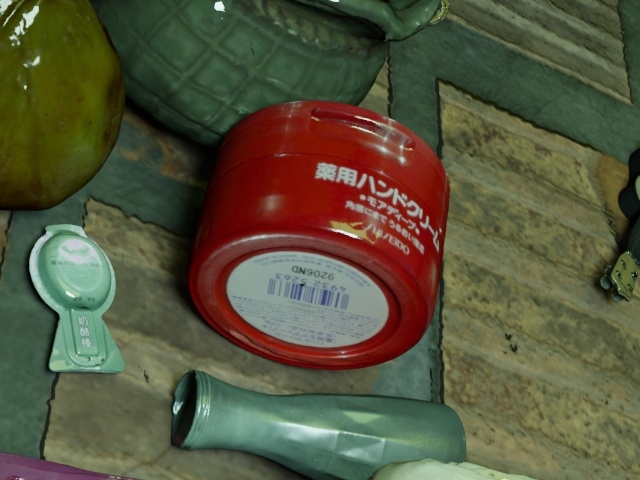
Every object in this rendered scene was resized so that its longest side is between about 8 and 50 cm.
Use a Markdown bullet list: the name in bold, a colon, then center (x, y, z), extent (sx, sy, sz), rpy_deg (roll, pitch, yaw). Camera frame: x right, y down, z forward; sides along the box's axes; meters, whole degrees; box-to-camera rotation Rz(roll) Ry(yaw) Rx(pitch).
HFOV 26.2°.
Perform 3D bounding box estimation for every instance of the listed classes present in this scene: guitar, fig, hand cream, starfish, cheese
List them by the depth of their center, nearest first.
- **fig**: center (-0.199, -0.159, 0.950), extent (0.190, 0.290, 0.190), rpy_deg (26, 23, -12)
- **cheese**: center (-0.176, 0.039, 0.992), extent (0.067, 0.026, 0.120), rpy_deg (5, 59, -34)
- **hand cream**: center (0.000, 0.000, 1.036), extent (0.193, 0.193, 0.125), rpy_deg (26, 51, -21)
- **guitar**: center (0.328, -0.015, 1.398), extent (0.084, 0.038, 0.271), rpy_deg (43, 42, -4)
- **starfish**: center (0.109, -0.260, 1.414), extent (0.078, 0.028, 0.091), rpy_deg (7, 52, -31)

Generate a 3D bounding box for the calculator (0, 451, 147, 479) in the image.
- **calculator**: center (-0.166, 0.201, 0.857), extent (0.190, 0.034, 0.126), rpy_deg (18, 73, -33)

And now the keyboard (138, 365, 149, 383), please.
- **keyboard**: center (-0.265, 0.163, 0.840), extent (0.381, 0.041, 0.103), rpy_deg (-33, 84, -39)

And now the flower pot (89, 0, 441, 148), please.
- **flower pot**: center (-0.066, -0.226, 1.101), extent (0.302, 0.213, 0.302), rpy_deg (30, 37, -27)

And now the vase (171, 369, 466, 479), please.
- **vase**: center (-0.003, 0.144, 1.017), extent (0.214, 0.086, 0.086), rpy_deg (15, 53, -23)

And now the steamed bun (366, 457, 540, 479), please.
- **steamed bun**: center (0.128, 0.282, 0.905), extent (0.276, 0.289, 0.203), rpy_deg (15, 68, 4)
